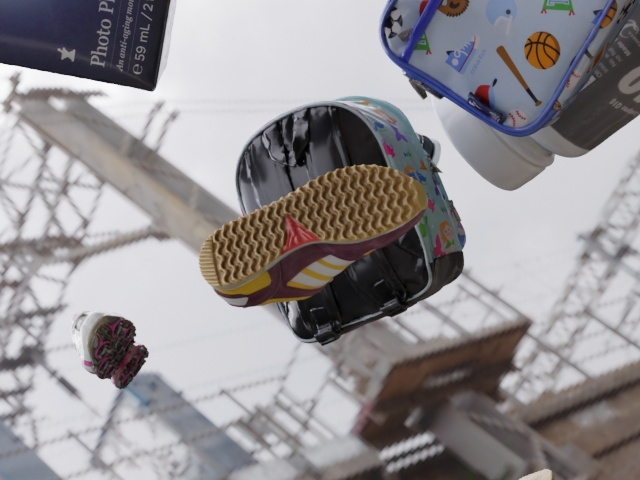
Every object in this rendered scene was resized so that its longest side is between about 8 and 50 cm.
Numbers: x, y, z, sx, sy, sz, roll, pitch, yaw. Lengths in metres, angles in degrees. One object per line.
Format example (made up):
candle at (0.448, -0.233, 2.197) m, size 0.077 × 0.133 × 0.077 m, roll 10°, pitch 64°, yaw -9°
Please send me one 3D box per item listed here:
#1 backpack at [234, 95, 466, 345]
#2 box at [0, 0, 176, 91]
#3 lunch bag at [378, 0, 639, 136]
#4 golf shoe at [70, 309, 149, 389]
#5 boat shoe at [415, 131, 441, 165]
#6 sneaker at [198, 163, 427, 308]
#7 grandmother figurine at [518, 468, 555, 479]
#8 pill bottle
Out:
backpack at (0.032, -0.037, 1.640) m, size 0.225 × 0.253 × 0.191 m, roll -25°, pitch 2°, yaw 31°
box at (-0.278, -0.322, 1.423) m, size 0.183 × 0.294 × 0.296 m, roll -100°, pitch 21°, yaw -76°
lunch bag at (0.203, -0.271, 1.532) m, size 0.303 × 0.243 × 0.115 m, roll -59°, pitch -15°, yaw 23°
golf shoe at (-0.243, 0.109, 1.563) m, size 0.067 × 0.086 × 0.186 m, roll -54°, pitch -10°, yaw -15°
boat shoe at (0.023, -0.078, 1.941) m, size 0.302 × 0.114 × 0.091 m, roll -28°, pitch -54°, yaw 31°
sneaker at (0.000, 0.000, 1.132) m, size 0.185 × 0.070 × 0.084 m, roll -19°, pitch -27°, yaw 10°
grandmother figurine at (0.383, 0.443, 1.913) m, size 0.104 × 0.342 × 0.208 m, roll -31°, pitch 25°, yaw 37°
pill bottle at (0.321, -0.230, 1.738) m, size 0.361 × 0.204 × 0.204 m, roll -38°, pitch -19°, yaw 28°
